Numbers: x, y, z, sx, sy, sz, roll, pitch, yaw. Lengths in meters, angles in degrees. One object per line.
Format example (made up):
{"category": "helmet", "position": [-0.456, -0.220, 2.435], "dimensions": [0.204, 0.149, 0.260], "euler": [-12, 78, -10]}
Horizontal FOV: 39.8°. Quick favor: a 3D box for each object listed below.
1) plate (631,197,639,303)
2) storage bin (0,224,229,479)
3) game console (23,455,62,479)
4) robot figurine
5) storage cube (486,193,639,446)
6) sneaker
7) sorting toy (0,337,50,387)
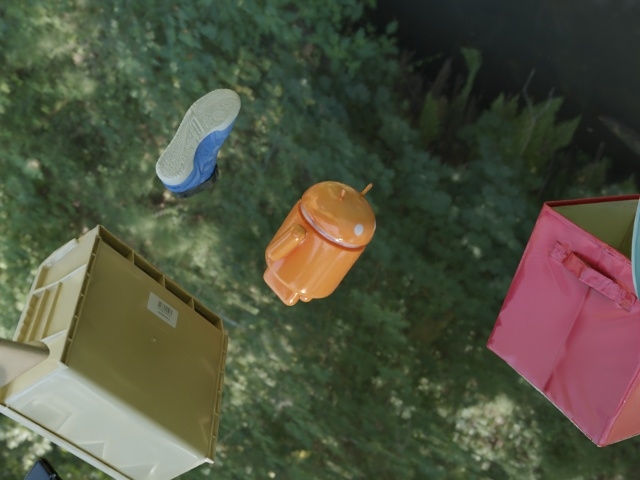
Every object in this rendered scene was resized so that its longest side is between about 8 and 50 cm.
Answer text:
{"category": "plate", "position": [0.265, -0.009, 0.652], "dimensions": [0.024, 0.188, 0.188], "euler": [11, 160, 38]}
{"category": "storage bin", "position": [-0.261, 0.155, 1.177], "dimensions": [0.123, 0.260, 0.262], "euler": [-31, 125, 25]}
{"category": "game console", "position": [-0.360, 0.367, 1.220], "dimensions": [0.107, 0.122, 0.071], "euler": [44, -157, 23]}
{"category": "robot figurine", "position": [-0.001, 0.001, 1.351], "dimensions": [0.158, 0.219, 0.128], "euler": [23, -151, -23]}
{"category": "storage cube", "position": [0.333, 0.078, 0.962], "dimensions": [0.215, 0.193, 0.184], "euler": [-5, -147, -36]}
{"category": "sneaker", "position": [-0.152, -0.123, 1.156], "dimensions": [0.058, 0.152, 0.084], "euler": [27, 164, 16]}
{"category": "sorting toy", "position": [-0.278, 0.099, 0.502], "dimensions": [0.038, 0.193, 0.208], "euler": [58, -179, 12]}
